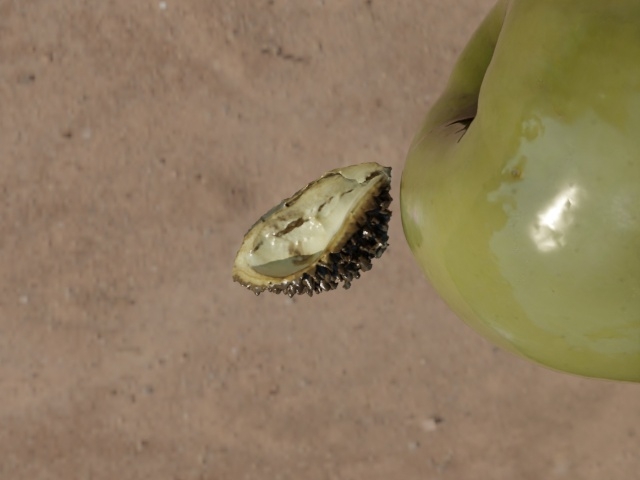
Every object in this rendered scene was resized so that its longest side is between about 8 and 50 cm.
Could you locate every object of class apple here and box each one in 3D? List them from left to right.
[{"bbox_3d":[0.177,-0.047,0.853,0.262,0.262,0.262,-5,135,-5],"label":"apple"}]

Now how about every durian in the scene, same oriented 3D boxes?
[{"bbox_3d":[0.002,0.001,1.005,0.130,0.066,0.052,-34,153,7],"label":"durian"}]
